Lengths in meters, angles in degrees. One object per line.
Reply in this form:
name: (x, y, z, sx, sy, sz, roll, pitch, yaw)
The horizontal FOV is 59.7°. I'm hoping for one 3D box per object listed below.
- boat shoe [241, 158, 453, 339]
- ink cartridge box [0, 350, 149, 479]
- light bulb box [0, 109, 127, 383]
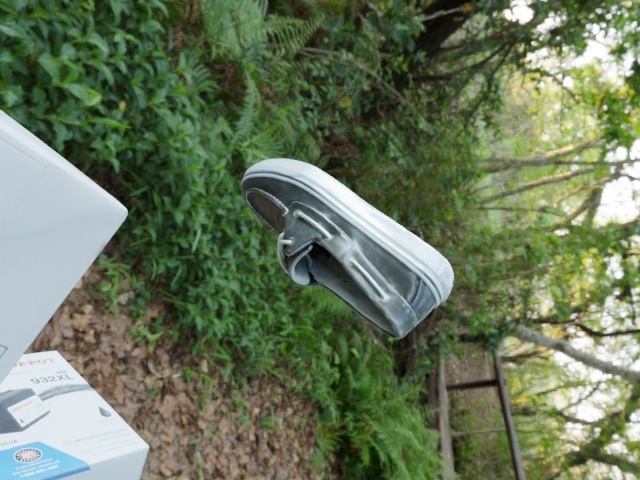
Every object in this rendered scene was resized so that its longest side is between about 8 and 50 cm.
boat shoe: (0.000, 0.000, 0.703, 0.119, 0.335, 0.121, -43, 144, -25)
ink cartridge box: (-0.455, 0.308, 0.863, 0.223, 0.307, 0.129, 4, 109, -54)
light bulb box: (-0.399, 0.007, 0.409, 0.358, 0.361, 0.225, -54, 137, -7)
